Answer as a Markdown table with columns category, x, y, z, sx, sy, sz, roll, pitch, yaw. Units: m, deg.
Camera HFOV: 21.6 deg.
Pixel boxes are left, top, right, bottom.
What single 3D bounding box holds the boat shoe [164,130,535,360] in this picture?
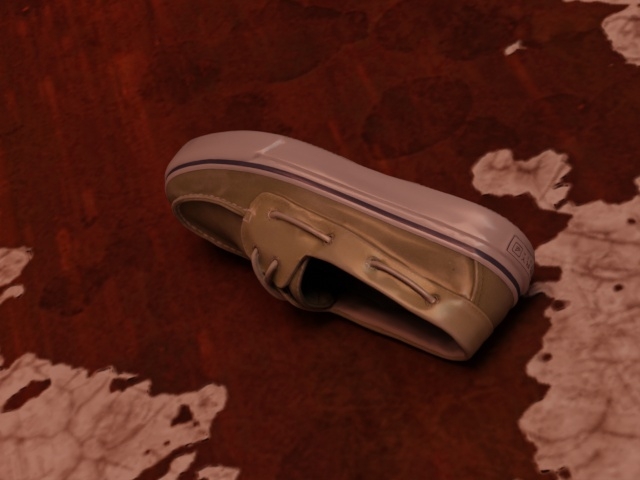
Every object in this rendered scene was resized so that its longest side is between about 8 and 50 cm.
| category | x | y | z | sx | sy | sz | roll | pitch | yaw |
| --- | --- | --- | --- | --- | --- | --- | --- | --- | --- |
| boat shoe | 0.000 | 0.000 | 1.168 | 0.302 | 0.109 | 0.094 | 15 | 57 | 34 |
